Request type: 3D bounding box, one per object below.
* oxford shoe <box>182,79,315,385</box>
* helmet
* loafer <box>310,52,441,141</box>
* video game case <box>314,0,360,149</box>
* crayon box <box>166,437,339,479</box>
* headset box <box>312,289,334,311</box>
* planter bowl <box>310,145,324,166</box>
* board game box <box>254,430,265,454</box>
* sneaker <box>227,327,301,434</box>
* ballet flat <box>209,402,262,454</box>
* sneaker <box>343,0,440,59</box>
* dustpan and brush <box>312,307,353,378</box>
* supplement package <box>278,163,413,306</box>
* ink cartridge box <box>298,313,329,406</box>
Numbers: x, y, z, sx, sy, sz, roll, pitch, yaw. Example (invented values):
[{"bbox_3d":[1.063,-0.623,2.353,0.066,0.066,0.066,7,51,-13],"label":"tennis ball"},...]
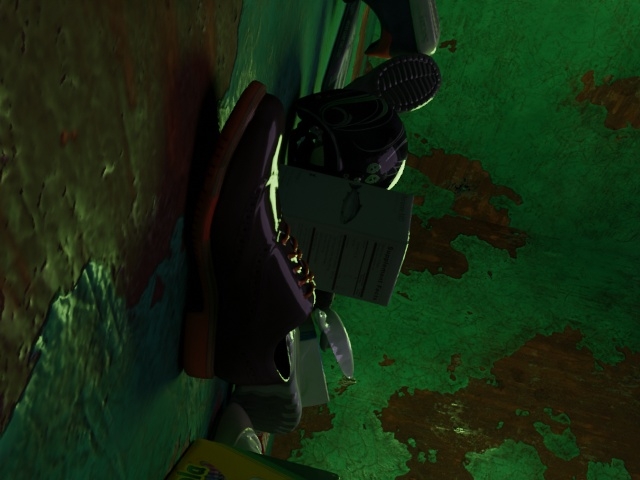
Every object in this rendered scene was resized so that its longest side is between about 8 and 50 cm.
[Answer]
[{"bbox_3d":[-0.045,0.007,0.523,0.097,0.098,0.271,-73,176,-53],"label":"oxford shoe"},{"bbox_3d":[0.039,-0.129,0.915,0.161,0.169,0.169,-17,132,-38],"label":"helmet"},{"bbox_3d":[0.083,-0.242,1.110,0.094,0.251,0.087,69,-12,-15],"label":"loafer"},{"bbox_3d":[0.036,-0.338,1.344,0.196,0.026,0.274,99,6,-61],"label":"video game case"},{"bbox_3d":[-0.073,0.276,0.593,0.278,0.165,0.081,-36,140,-87],"label":"crayon box"},{"bbox_3d":[0.000,0.000,1.361,0.218,0.110,0.293,99,5,-64],"label":"headset box"},{"bbox_3d":[0.028,-0.106,1.182,0.162,0.162,0.109,96,-19,-72],"label":"planter bowl"},{"bbox_3d":[-0.115,0.330,1.302,0.193,0.045,0.147,97,7,-65],"label":"board game box"},{"bbox_3d":[-0.063,0.171,0.934,0.115,0.105,0.281,-73,176,-48],"label":"sneaker"},{"bbox_3d":[-0.105,0.301,0.803,0.248,0.086,0.086,-74,176,-50],"label":"ballet flat"},{"bbox_3d":[0.094,-0.464,1.079,0.131,0.148,0.350,-56,137,-63],"label":"sneaker"},{"bbox_3d":[0.015,0.173,1.271,0.211,0.060,0.147,93,-26,-57],"label":"dustpan and brush"},{"bbox_3d":[0.013,-0.009,0.814,0.105,0.179,0.105,-74,177,-52],"label":"supplement package"},{"bbox_3d":[-0.039,0.231,1.346,0.231,0.078,0.134,-114,-166,-80],"label":"ink cartridge box"}]
